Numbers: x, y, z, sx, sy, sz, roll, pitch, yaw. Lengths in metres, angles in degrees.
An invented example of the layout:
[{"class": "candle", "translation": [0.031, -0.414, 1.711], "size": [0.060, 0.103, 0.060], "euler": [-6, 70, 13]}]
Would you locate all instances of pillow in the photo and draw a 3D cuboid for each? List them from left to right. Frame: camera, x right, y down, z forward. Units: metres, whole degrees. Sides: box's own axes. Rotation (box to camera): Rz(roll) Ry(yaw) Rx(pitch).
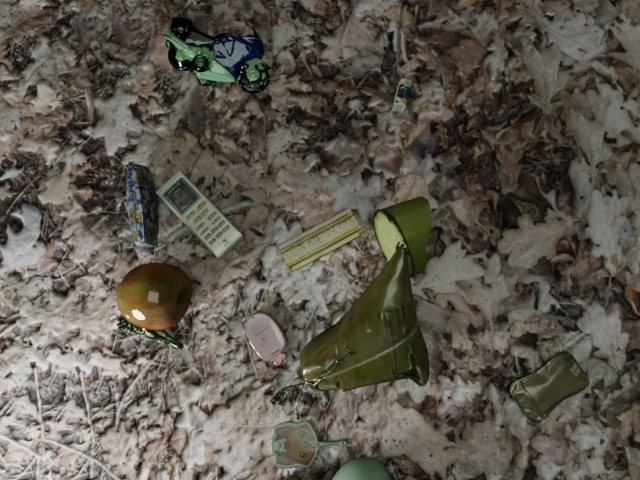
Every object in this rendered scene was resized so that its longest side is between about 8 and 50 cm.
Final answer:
[{"class": "pillow", "translation": [0.660, 0.419, 1.229], "size": [0.217, 0.033, 0.130], "euler": [-33, 82, -3]}]

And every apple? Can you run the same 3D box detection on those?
[{"class": "apple", "translation": [-0.459, 0.152, 1.181], "size": [0.174, 0.188, 0.188], "euler": [11, 83, 7]}]

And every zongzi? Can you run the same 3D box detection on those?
[{"class": "zongzi", "translation": [0.053, 0.236, 1.137], "size": [0.447, 0.181, 0.418], "euler": [-12, 111, -1]}]

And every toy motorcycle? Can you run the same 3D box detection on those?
[{"class": "toy motorcycle", "translation": [-0.303, -0.574, 1.306], "size": [0.331, 0.125, 0.196], "euler": [17, 82, -2]}]

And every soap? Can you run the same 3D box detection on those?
[{"class": "soap", "translation": [0.000, 0.000, 1.275], "size": [0.252, 0.037, 0.092], "euler": [-28, 85, -4]}]

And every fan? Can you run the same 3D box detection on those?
[{"class": "fan", "translation": [-0.033, 0.584, 1.220], "size": [0.220, 0.009, 0.132], "euler": [-2, 84, 0]}]

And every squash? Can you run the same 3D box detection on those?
[{"class": "squash", "translation": [0.243, -0.002, 1.196], "size": [0.133, 0.220, 0.220], "euler": [-15, 83, -12]}]

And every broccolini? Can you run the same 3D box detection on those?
[{"class": "broccolini", "translation": [-0.487, 0.262, 1.232], "size": [0.201, 0.058, 0.074], "euler": [25, 91, 4]}]

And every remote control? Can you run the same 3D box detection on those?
[{"class": "remote control", "translation": [-0.359, -0.077, 1.274], "size": [0.103, 0.055, 0.277], "euler": [-44, 86, -5]}]

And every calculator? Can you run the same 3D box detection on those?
[{"class": "calculator", "translation": [-0.155, 0.288, 1.247], "size": [0.103, 0.024, 0.166], "euler": [-34, 84, -4]}]

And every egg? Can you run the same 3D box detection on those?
[{"class": "egg", "translation": [0.098, 0.689, 1.128], "size": [0.168, 0.168, 0.231], "euler": [33, 88, 4]}]

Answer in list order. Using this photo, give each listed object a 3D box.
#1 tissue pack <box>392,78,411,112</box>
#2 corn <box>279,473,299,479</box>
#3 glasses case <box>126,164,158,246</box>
[{"class": "tissue pack", "translation": [0.252, -0.446, 1.315], "size": [0.042, 0.062, 0.083], "euler": [15, 83, 7]}, {"class": "corn", "translation": [-0.019, 0.792, 1.157], "size": [0.097, 0.097, 0.320], "euler": [-31, 82, -4]}, {"class": "glasses case", "translation": [-0.527, -0.102, 1.261], "size": [0.065, 0.087, 0.248], "euler": [-9, 84, 11]}]
